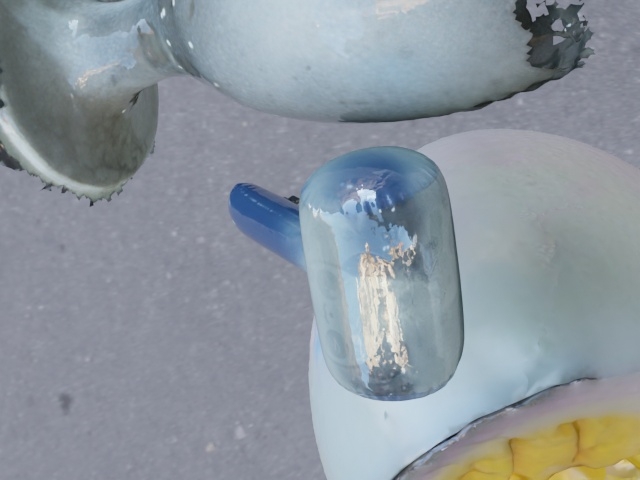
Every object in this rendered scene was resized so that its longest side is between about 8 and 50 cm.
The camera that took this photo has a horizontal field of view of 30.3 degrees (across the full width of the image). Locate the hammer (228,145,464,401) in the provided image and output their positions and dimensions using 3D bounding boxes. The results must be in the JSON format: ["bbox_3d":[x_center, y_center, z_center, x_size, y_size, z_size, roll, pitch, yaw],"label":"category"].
[{"bbox_3d":[0.000,0.000,0.593,0.194,0.070,0.116,28,133,58],"label":"hammer"}]

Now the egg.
[{"bbox_3d":[0.153,0.070,0.953,0.354,0.355,0.339,-40,45,26],"label":"egg"}]

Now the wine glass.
[{"bbox_3d":[-0.021,-0.140,0.669,0.357,0.190,0.190,-14,90,27],"label":"wine glass"}]
